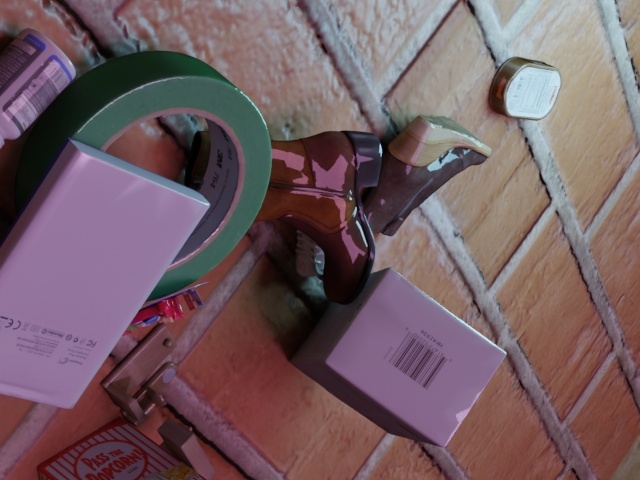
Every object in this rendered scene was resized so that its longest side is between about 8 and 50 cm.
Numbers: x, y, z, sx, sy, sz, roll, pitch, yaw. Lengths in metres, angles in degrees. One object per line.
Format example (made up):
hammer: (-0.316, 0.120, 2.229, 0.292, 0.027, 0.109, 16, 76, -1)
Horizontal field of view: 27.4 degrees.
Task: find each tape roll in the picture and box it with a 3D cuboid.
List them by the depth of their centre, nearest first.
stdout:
tape roll: (-0.213, -0.073, 1.618, 0.321, 0.077, 0.321, -22, 132, -26)

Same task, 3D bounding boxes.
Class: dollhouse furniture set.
dollhouse furniture set: (-0.193, 0.230, 1.847, 0.123, 0.151, 0.144, -47, 145, -20)

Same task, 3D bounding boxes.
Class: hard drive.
hard drive: (-0.296, 0.048, 1.553, 0.210, 0.040, 0.318, 23, 106, -46)

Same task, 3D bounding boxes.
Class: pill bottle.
pill bottle: (-0.343, -0.161, 1.449, 0.137, 0.078, 0.078, -50, 144, -16)

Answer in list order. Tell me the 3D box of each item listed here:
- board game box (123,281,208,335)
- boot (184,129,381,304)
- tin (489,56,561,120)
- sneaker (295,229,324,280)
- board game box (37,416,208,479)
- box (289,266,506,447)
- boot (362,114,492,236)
board game box: (-0.220, 0.101, 1.723, 0.133, 0.169, 0.033, -21, 88, -38)
boot: (-0.057, -0.025, 1.822, 0.280, 0.096, 0.264, -5, 118, -28)
tin: (0.365, -0.266, 2.320, 0.190, 0.040, 0.106, -2, 119, -51)
sneaker: (0.000, 0.000, 1.992, 0.115, 0.090, 0.232, -51, 143, -9)
board game box: (-0.267, 0.334, 1.785, 0.147, 0.193, 0.045, -30, 134, -38)
box: (0.107, 0.179, 1.992, 0.168, 0.215, 0.345, -55, -175, -10)
boot: (0.165, -0.101, 2.160, 0.248, 0.090, 0.207, 7, 119, -55)
